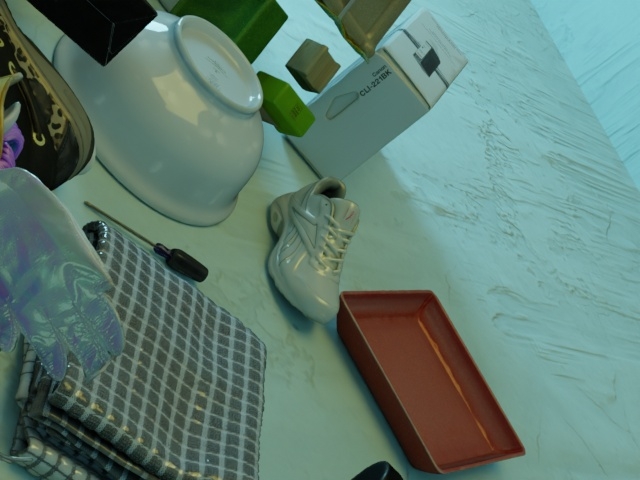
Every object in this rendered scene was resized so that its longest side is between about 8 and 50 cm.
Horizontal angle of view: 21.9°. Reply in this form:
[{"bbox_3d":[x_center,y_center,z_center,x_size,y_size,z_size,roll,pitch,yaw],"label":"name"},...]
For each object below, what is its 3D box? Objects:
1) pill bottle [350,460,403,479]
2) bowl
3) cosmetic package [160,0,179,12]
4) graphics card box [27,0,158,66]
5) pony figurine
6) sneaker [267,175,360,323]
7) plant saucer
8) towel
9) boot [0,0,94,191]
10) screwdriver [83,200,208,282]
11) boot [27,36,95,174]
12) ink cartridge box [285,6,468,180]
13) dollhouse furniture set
[{"bbox_3d":[0.109,0.345,1.766,0.219,0.123,0.123,48,25,-9],"label":"pill bottle"},{"bbox_3d":[-0.164,-0.174,1.973,0.298,0.134,0.298,39,27,-25],"label":"bowl"},{"bbox_3d":[-0.207,-0.513,2.255,0.385,0.217,0.156,51,24,0],"label":"cosmetic package"},{"bbox_3d":[-0.350,-0.369,1.789,0.371,0.094,0.233,50,4,33],"label":"graphics card box"},{"bbox_3d":[-0.341,0.008,1.291,0.364,0.303,0.351,-12,72,-41],"label":"pony figurine"},{"bbox_3d":[0.000,0.000,2.042,0.090,0.115,0.232,34,30,-34],"label":"sneaker"},{"bbox_3d":[0.132,0.183,2.111,0.258,0.048,0.259,2,55,-59],"label":"plant saucer"},{"bbox_3d":[-0.166,0.137,1.571,0.235,0.121,0.283,39,28,-25],"label":"towel"},{"bbox_3d":[-0.394,-0.158,1.564,0.377,0.138,0.284,52,24,-13],"label":"boot"},{"bbox_3d":[-0.194,-0.001,1.833,0.170,0.024,0.025,33,1,-22],"label":"screwdriver"},{"bbox_3d":[-0.318,-0.144,1.760,0.086,0.069,0.190,-4,51,-53],"label":"boot"},{"bbox_3d":[0.082,-0.209,2.364,0.114,0.197,0.273,50,25,-5],"label":"ink cartridge box"},{"bbox_3d":[-0.027,-0.316,2.175,0.151,0.301,0.197,23,-20,44],"label":"dollhouse furniture set"}]
